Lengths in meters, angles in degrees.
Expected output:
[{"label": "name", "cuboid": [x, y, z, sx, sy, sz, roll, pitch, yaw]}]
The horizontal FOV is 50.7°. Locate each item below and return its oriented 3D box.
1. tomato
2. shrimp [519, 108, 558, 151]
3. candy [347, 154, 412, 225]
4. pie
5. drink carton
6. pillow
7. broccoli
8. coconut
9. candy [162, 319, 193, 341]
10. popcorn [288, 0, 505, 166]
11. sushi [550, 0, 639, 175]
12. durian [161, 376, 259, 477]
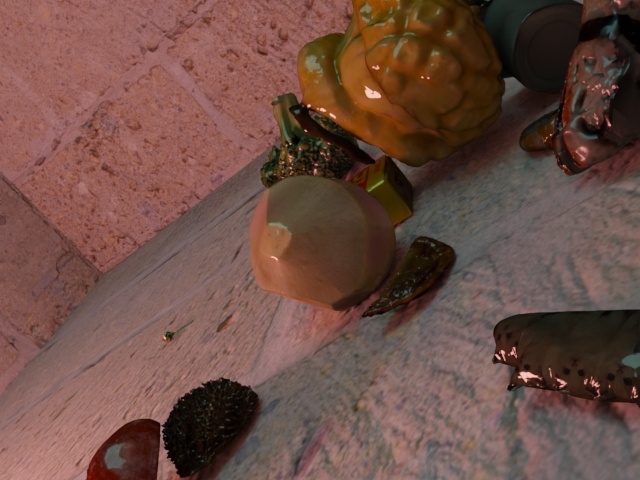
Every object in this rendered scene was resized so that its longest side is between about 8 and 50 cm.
[{"label": "tomato", "cuboid": [-0.268, 0.317, 0.911, 0.159, 0.091, 0.139, -94, 22, -48]}, {"label": "shrimp", "cuboid": [0.368, -0.191, 0.982, 0.187, 0.052, 0.132, -26, 22, 50]}, {"label": "candy", "cuboid": [0.037, -0.033, 1.257, 0.276, 0.088, 0.146, -35, 16, 20]}, {"label": "pie", "cuboid": [0.133, 0.049, 0.922, 0.088, 0.033, 0.191, -14, 25, 43]}, {"label": "drink carton", "cuboid": [0.375, -0.359, 1.168, 0.190, 0.186, 0.190, -8, 25, -1]}, {"label": "pillow", "cuboid": [0.222, 0.096, 0.558, 0.093, 0.051, 0.241, -49, 20, -25]}, {"label": "broccoli", "cuboid": [-0.026, -0.229, 1.698, 0.288, 0.235, 0.260, -24, 56, 24]}, {"label": "coconut", "cuboid": [0.000, 0.000, 1.043, 0.237, 0.236, 0.198, -138, 66, -74]}, {"label": "candy", "cuboid": [-0.335, 0.212, 1.592, 0.083, 0.025, 0.023, -30, 4, -5]}, {"label": "popcorn", "cuboid": [0.130, -0.285, 1.183, 0.381, 0.349, 0.349, -28, 16, 1]}, {"label": "sushi", "cuboid": [0.378, -0.237, 0.814, 0.130, 0.124, 0.332, -175, 100, -75]}, {"label": "durian", "cuboid": [-0.168, 0.258, 0.952, 0.148, 0.091, 0.188, -36, 18, 17]}]
